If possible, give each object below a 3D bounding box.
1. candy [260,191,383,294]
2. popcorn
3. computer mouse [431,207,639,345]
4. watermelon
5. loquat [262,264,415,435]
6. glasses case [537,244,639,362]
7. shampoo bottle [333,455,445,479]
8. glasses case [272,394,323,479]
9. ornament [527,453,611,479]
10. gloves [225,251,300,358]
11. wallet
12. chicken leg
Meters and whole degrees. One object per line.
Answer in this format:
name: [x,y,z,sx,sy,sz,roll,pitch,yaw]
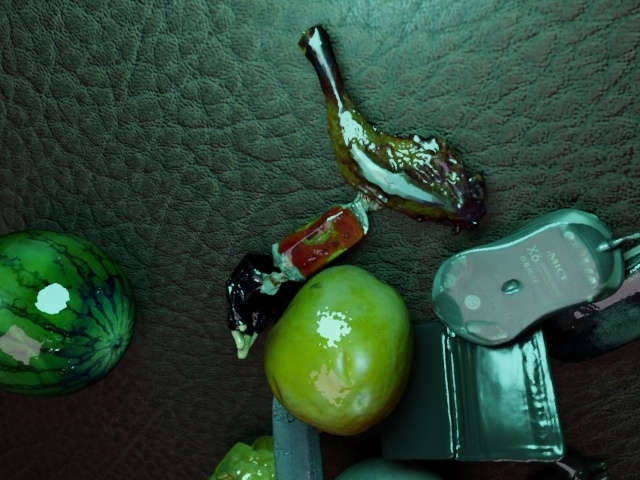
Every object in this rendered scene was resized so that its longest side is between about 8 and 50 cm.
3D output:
candy: [0.001,0.000,0.931,0.292,0.059,0.086,-36,108,12]
popcorn: [-0.178,0.631,1.258,0.265,0.332,0.225,-16,139,42]
computer mouse: [0.356,0.047,0.841,0.380,0.090,0.167,-24,91,28]
watermelon: [-0.554,0.145,1.071,0.364,0.363,0.362,9,122,14]
loquat: [0.042,0.193,0.933,0.276,0.276,0.283,32,85,-2]
glasses case: [0.482,0.096,0.841,0.122,0.075,0.314,42,124,-7]
shampoo bottle: [0.150,0.624,1.119,0.323,0.322,0.317,21,145,5]
glasses case: [-0.051,0.458,1.168,0.109,0.067,0.282,-13,74,36]
ornament: [0.428,0.464,1.085,0.236,0.080,0.202,30,122,-4]
gloves: [-0.125,0.138,1.041,0.165,0.124,0.203,24,118,-18]
wallet: [0.243,0.256,0.930,0.323,0.246,0.041,-14,153,32]
chicken leg: [0.091,-0.148,0.820,0.407,0.096,0.158,45,118,-7]
